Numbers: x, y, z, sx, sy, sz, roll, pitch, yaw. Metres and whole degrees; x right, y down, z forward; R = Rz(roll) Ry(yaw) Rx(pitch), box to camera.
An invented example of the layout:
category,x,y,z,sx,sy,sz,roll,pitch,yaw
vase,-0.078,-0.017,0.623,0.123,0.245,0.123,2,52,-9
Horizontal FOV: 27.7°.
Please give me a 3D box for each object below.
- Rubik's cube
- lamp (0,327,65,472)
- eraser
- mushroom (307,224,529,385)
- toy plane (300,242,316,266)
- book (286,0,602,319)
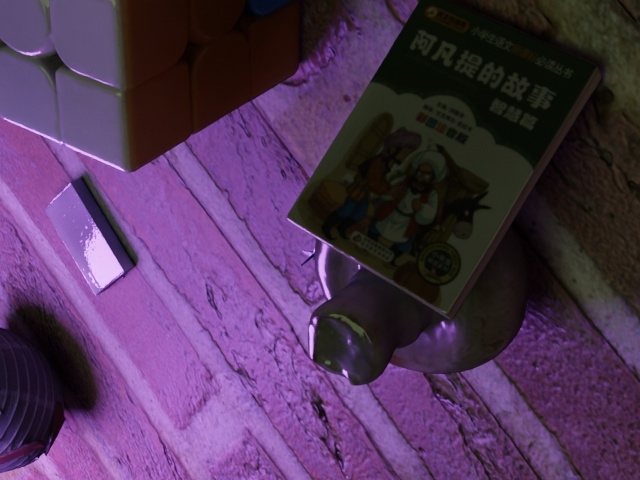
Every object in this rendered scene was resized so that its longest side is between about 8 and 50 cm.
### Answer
category,x,y,z,sx,sy,sz,roll,pitch,yaw
Rubik's cube,-0.212,-0.289,1.339,0.290,0.291,0.291,22,130,28
lamp,-0.517,0.252,2.040,0.265,0.233,0.233,0,112,38
eraser,-0.331,-0.003,1.849,0.104,0.023,0.150,-34,86,49
mushroom,0.078,0.044,1.308,0.243,0.243,0.243,24,127,35
toy plane,0.001,0.000,1.512,0.078,0.024,0.084,49,132,21
book,0.111,-0.086,1.218,0.202,0.027,0.264,31,89,31
